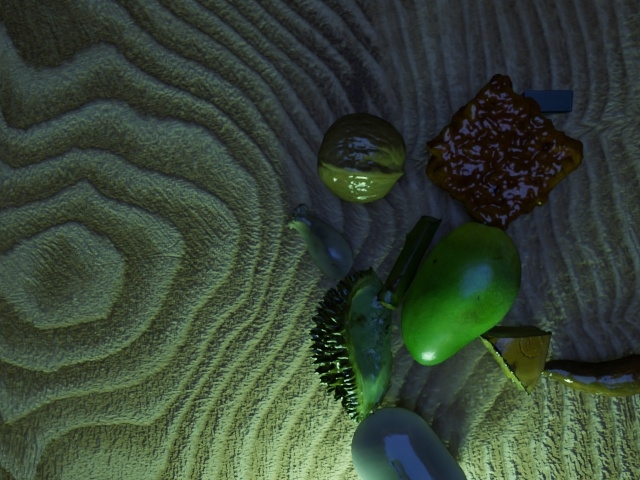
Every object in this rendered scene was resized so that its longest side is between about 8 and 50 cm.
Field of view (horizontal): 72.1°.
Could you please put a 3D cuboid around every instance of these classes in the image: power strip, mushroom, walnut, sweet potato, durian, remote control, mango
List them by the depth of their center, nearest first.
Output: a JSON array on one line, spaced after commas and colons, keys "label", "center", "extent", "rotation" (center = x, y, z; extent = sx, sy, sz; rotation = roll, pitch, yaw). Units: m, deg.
[{"label": "mango", "center": [0.337, 0.136, 1.075], "extent": [0.225, 0.201, 0.382], "rotation": [31, 98, 9]}, {"label": "remote control", "center": [0.219, 0.572, 1.081], "extent": [0.221, 0.103, 0.332], "rotation": [-37, 80, 3]}, {"label": "sweet potato", "center": [0.698, 0.335, 1.082], "extent": [0.291, 0.097, 0.098], "rotation": [-7, 89, 9]}, {"label": "walnut", "center": [0.105, -0.205, 1.108], "extent": [0.227, 0.228, 0.228], "rotation": [0, 90, 8]}, {"label": "power strip", "center": [0.582, -0.354, 1.129], "extent": [0.123, 0.032, 0.056], "rotation": [1, 90, 8]}, {"label": "durian", "center": [0.080, 0.263, 1.141], "extent": [0.197, 0.163, 0.395], "rotation": [8, 69, -31]}, {"label": "mushroom", "center": [0.000, 0.000, 1.177], "extent": [0.116, 0.093, 0.225], "rotation": [-38, 90, 27]}]

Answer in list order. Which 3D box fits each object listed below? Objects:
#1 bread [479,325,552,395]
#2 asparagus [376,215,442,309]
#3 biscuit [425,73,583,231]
[{"label": "bread", "center": [0.460, 0.282, 1.094], "extent": [0.159, 0.140, 0.169], "rotation": [13, 92, 2]}, {"label": "asparagus", "center": [0.230, 0.049, 1.135], "extent": [0.067, 0.060, 0.278], "rotation": [27, 82, -3]}, {"label": "biscuit", "center": [0.445, -0.208, 1.101], "extent": [0.312, 0.110, 0.318], "rotation": [45, 103, 3]}]
